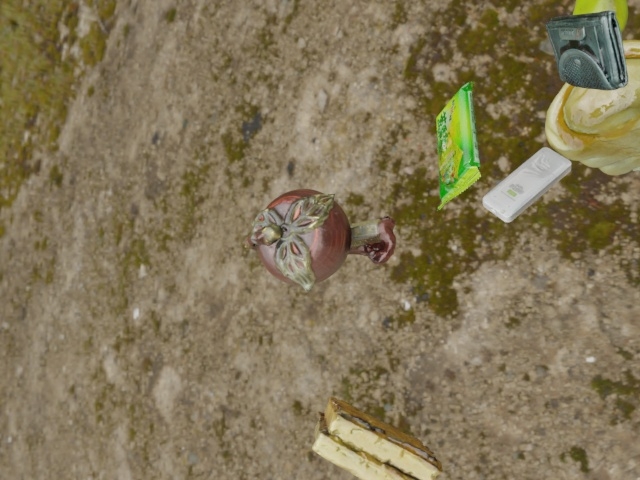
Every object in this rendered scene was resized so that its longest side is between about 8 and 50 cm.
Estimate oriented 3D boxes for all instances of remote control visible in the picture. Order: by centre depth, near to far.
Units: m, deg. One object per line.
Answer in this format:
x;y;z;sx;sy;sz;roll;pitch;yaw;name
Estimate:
0.557;-0.153;1.749;0.250;0.034;0.103;-39;54;-12;remote control

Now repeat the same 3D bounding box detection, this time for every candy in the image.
0.202;-0.141;0.962;0.102;0.032;0.178;123;155;-57;candy

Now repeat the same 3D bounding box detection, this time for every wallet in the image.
0.308;-0.219;0.760;0.129;0.026;0.088;-123;10;-72;wallet

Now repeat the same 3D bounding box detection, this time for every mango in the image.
0.588;-0.478;1.367;0.117;0.089;0.163;167;110;-66;mango

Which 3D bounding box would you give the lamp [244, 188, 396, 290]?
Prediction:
-0.002;-0.011;1.028;0.215;0.223;0.151;-4;101;25;lamp

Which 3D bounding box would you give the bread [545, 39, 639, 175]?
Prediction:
0.640;-0.284;1.346;0.300;0.341;0.210;-34;55;55;bread

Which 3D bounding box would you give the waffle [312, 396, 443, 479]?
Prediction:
0.044;0.179;0.569;0.042;0.102;0.148;-63;-4;-8;waffle
